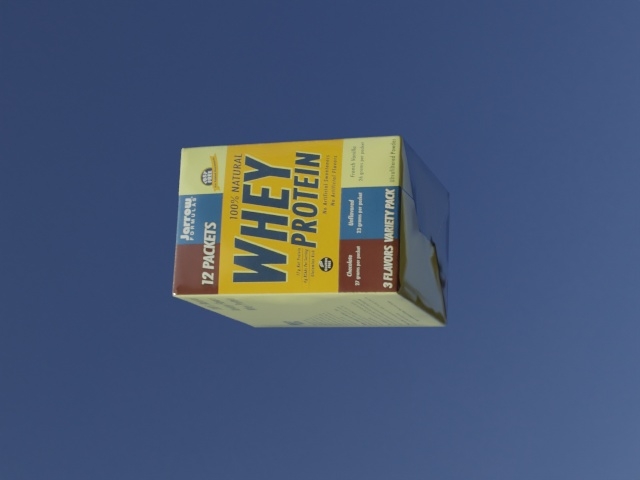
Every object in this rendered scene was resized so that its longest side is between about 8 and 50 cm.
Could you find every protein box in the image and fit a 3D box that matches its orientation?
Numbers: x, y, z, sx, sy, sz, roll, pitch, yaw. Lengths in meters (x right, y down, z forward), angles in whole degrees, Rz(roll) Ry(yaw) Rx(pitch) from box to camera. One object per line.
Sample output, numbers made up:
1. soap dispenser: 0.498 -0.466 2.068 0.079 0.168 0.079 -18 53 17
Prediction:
1. protein box: 0.000 0.000 1.030 0.200 0.201 0.136 34 -124 -68
